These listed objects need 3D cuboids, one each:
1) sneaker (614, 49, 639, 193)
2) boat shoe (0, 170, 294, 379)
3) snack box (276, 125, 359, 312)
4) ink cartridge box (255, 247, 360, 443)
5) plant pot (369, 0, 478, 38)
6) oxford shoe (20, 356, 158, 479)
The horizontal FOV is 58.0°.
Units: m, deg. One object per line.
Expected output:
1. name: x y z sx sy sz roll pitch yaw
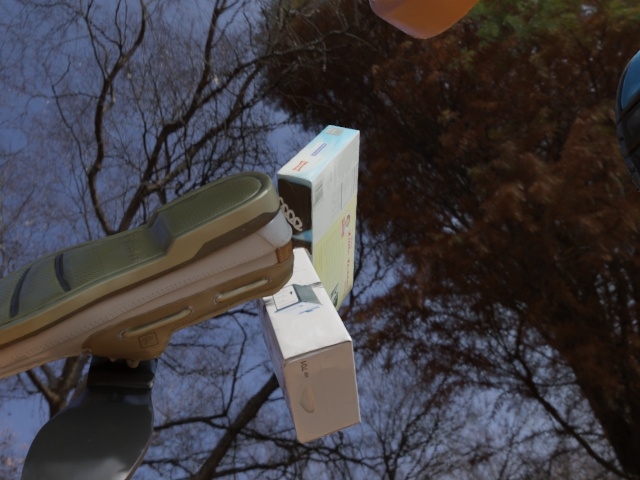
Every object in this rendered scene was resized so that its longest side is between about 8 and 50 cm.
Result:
1. sneaker: 0.357 -0.021 0.497 0.125 0.341 0.140 -23 -21 27
2. boat shoe: -0.160 0.052 0.475 0.302 0.113 0.103 -24 -60 -6
3. snack box: 0.000 0.000 0.934 0.060 0.187 0.322 14 -54 19
4. ink cartridge box: -0.024 0.121 0.704 0.082 0.190 0.139 -15 -55 -12
5. plant pot: 0.084 -0.392 0.608 0.203 0.291 0.291 17 -62 -20
6. oxford shoe: -0.168 0.158 0.447 0.076 0.212 0.076 12 -75 -7
